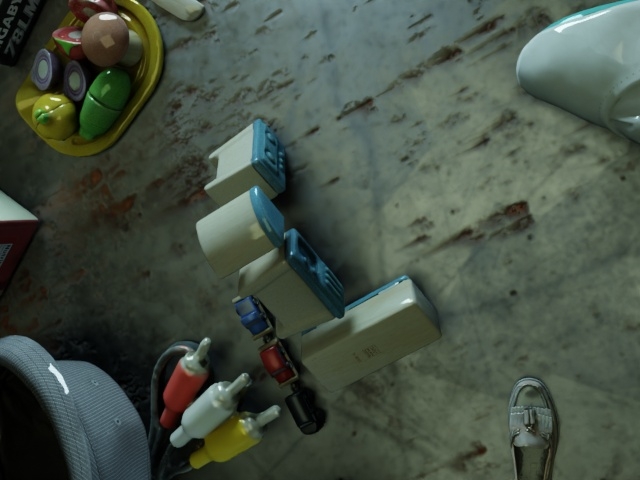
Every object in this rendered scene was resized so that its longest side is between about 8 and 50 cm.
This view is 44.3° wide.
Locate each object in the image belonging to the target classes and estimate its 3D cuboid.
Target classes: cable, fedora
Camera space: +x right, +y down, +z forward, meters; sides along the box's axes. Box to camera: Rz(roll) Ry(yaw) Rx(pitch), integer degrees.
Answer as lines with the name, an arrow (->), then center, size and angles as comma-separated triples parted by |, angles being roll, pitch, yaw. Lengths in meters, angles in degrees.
cable -> -0.163, 0.216, 0.788 | 0.139, 0.072, 0.287 | 43, 105, 16
fedora -> -0.250, 0.220, 0.766 | 0.275, 0.124, 0.244 | 46, 118, 31

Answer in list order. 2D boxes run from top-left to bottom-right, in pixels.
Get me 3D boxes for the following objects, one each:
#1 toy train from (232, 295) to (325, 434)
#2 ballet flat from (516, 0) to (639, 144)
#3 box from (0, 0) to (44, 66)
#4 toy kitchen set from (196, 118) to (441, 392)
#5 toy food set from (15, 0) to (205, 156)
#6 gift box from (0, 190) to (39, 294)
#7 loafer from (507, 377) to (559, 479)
toy train -> -0.043, 0.117, 0.763 | 0.027, 0.036, 0.158 | -30, 85, 16
ballet flat -> 0.347, -0.107, 0.569 | 0.400, 0.139, 0.139 | 1, 94, 14
box -> -0.383, -0.383, 0.818 | 0.295, 0.073, 0.293 | 35, 103, 11
toy kitchen set -> 0.000, 0.000, 0.731 | 0.122, 0.166, 0.207 | -29, 122, 17
toy food set -> -0.232, -0.184, 0.782 | 0.128, 0.071, 0.218 | 41, 104, 10
gift box -> -0.488, -0.006, 0.773 | 0.258, 0.276, 0.255 | 35, 97, 13
loafer -> 0.188, 0.187, 0.696 | 0.045, 0.039, 0.125 | 0, 94, 18
